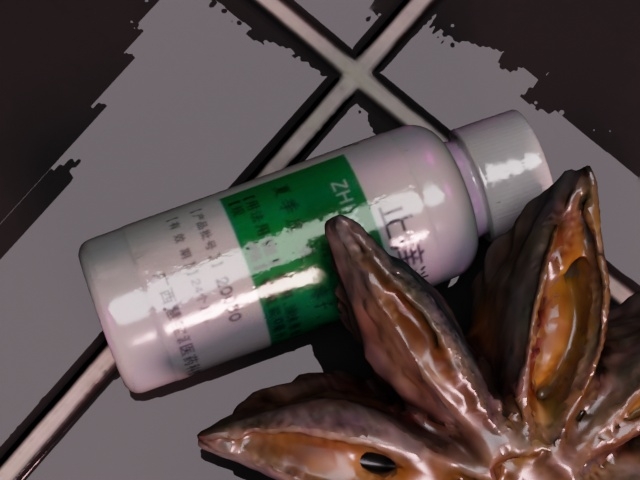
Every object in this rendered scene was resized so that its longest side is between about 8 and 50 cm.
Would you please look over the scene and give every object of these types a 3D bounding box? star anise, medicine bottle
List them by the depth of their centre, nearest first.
[{"bbox_3d":[0.093,0.118,0.871,0.332,0.117,0.331,-1,95,-13],"label":"star anise"},{"bbox_3d":[0.000,0.000,0.916,0.260,0.095,0.095,-22,82,-7],"label":"medicine bottle"}]
